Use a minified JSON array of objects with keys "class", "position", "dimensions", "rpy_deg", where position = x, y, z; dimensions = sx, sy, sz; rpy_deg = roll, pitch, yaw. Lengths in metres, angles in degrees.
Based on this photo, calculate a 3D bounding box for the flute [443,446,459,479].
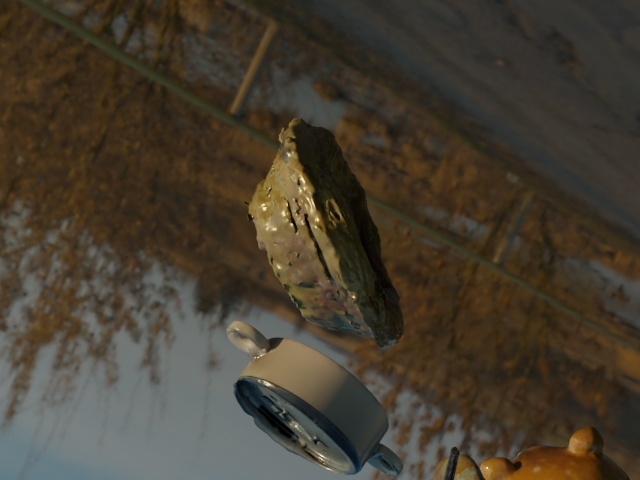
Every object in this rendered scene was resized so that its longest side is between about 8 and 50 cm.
[{"class":"flute","position":[0.149,0.357,1.475],"dimensions":[0.014,0.270,0.014],"rpy_deg":[4,-142,-3]}]

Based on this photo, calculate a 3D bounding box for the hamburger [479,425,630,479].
[{"class":"hamburger","position":[0.368,0.429,1.827],"dimensions":[0.276,0.237,0.276],"rpy_deg":[-19,174,-2]}]

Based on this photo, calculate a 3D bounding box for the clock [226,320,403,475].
[{"class":"clock","position":[-0.013,0.168,1.151],"dimensions":[0.229,0.063,0.155],"rpy_deg":[45,153,-11]}]

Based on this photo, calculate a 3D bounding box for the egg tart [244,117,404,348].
[{"class":"egg tart","position":[0.000,0.000,1.586],"dimensions":[0.352,0.150,0.352],"rpy_deg":[63,-171,-17]}]

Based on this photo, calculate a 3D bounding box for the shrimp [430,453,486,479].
[{"class":"shrimp","position":[0.190,0.375,1.535],"dimensions":[0.068,0.185,0.287],"rpy_deg":[1,172,-14]}]
